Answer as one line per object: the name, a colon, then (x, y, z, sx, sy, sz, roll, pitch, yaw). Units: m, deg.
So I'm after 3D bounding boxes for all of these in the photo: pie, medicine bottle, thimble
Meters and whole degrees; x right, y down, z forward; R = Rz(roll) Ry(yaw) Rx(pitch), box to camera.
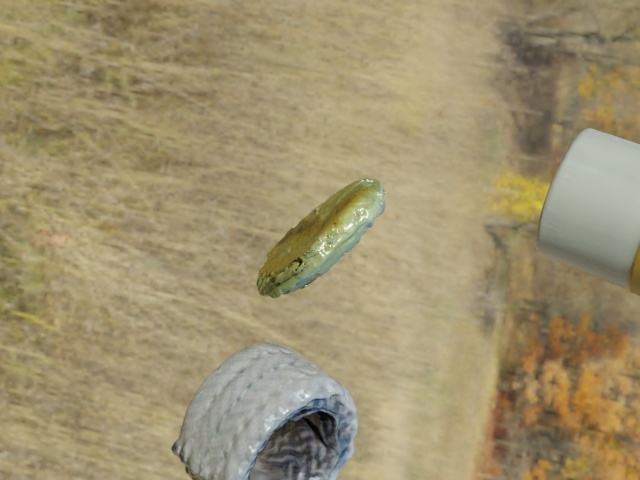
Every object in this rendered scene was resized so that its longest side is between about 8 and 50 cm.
pie: (0.000, 0.000, 1.828, 0.306, 0.071, 0.306, -44, -169, 11)
medicine bottle: (0.510, -0.045, 1.728, 0.238, 0.232, 0.238, -46, 149, -38)
thimble: (-0.073, 0.276, 1.473, 0.245, 0.157, 0.217, -34, 126, -24)
